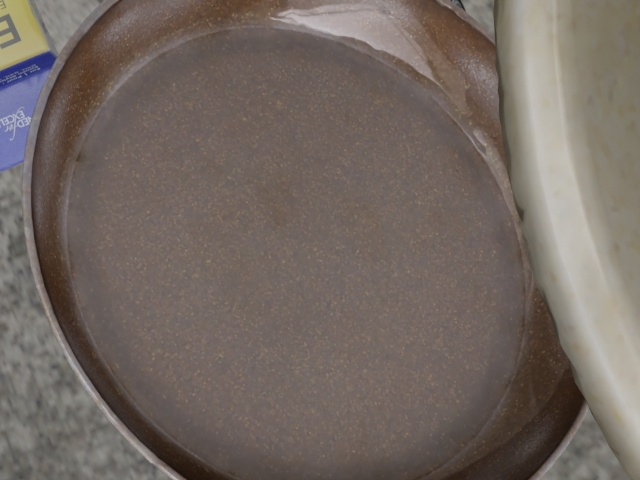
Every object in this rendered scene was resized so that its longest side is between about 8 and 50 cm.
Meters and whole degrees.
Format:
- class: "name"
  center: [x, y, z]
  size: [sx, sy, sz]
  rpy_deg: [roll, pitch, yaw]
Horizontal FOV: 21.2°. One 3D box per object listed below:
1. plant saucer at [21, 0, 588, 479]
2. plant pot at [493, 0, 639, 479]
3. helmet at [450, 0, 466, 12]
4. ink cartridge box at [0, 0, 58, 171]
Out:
- class: "plant saucer"
  center: [0.000, 0.000, 0.839]
  size: [0.311, 0.050, 0.310]
  rpy_deg: [9, 67, -23]
- class: "plant pot"
  center: [0.239, -0.058, 0.269]
  size: [0.334, 0.305, 0.333]
  rpy_deg: [3, 81, -17]
- class: "helmet"
  center: [0.037, -0.147, 1.411]
  size: [0.161, 0.169, 0.169]
  rpy_deg: [-46, 133, -44]
- class: "ink cartridge box"
  center: [-0.398, -0.172, 1.487]
  size: [0.304, 0.072, 0.307]
  rpy_deg: [-24, 100, 0]
